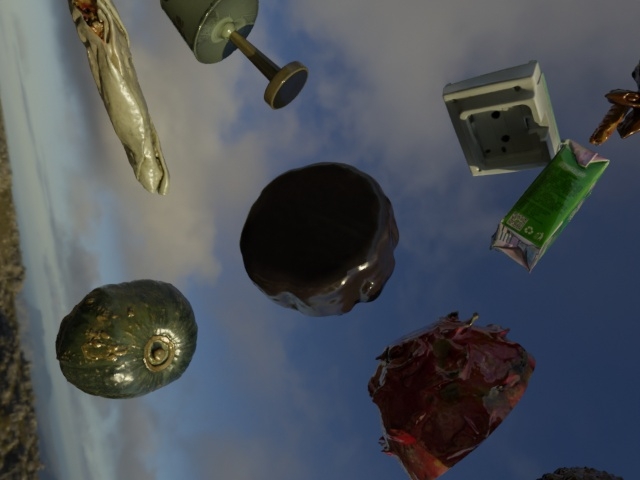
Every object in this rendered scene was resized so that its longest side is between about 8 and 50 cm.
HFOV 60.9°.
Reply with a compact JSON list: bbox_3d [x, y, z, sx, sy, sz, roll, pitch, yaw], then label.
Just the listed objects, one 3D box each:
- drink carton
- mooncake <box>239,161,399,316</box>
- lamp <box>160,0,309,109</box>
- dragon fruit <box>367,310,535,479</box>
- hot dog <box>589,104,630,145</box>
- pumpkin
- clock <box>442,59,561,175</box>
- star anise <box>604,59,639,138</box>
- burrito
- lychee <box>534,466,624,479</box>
[{"bbox_3d":[0.503,-0.075,1.209,0.108,0.271,0.161,37,-13,22],"label":"drink carton"},{"bbox_3d":[0.000,0.000,0.971,0.283,0.283,0.141,59,-6,34],"label":"mooncake"},{"bbox_3d":[-0.114,-0.276,0.734,0.215,0.121,0.121,44,-36,9],"label":"lamp"},{"bbox_3d":[0.243,0.296,1.140,0.249,0.371,0.386,46,5,7],"label":"dragon fruit"},{"bbox_3d":[0.686,-0.285,1.284,0.038,0.144,0.062,36,1,10],"label":"hot dog"},{"bbox_3d":[-0.483,0.241,1.360,0.257,0.328,0.291,5,-91,41],"label":"pumpkin"},{"bbox_3d":[0.441,-0.275,1.327,0.231,0.116,0.262,-7,-51,33],"label":"clock"},{"bbox_3d":[0.729,-0.309,1.204,0.111,0.196,0.212,-121,-172,-50],"label":"star anise"},{"bbox_3d":[-0.338,-0.251,0.940,0.117,0.076,0.392,45,-28,49],"label":"burrito"},{"bbox_3d":[0.381,0.449,0.741,0.267,0.267,0.267,32,-53,56],"label":"lychee"}]
